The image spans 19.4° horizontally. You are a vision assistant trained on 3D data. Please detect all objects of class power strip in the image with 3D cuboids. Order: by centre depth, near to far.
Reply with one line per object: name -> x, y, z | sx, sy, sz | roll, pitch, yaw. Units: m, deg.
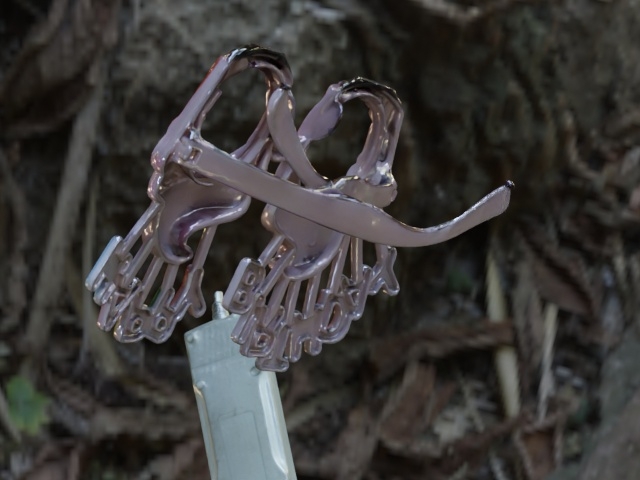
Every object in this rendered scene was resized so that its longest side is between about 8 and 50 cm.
power strip -> -0.044, 0.106, 1.080 | 0.047, 0.030, 0.191 | -19, 54, 8

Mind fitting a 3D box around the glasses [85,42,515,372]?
glasses -> -0.007, 0.002, 0.935 | 0.095, 0.162, 0.255 | 38, 15, 32
